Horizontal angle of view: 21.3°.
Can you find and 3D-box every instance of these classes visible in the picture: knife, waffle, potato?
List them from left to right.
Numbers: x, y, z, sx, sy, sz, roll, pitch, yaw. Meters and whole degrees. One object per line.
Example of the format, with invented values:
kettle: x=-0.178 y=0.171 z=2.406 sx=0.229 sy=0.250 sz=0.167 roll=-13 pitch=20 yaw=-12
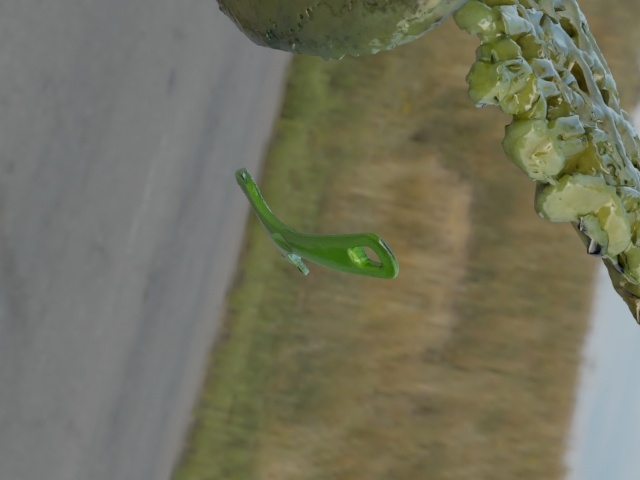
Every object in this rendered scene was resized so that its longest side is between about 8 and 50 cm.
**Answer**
knife: x=-0.002 y=0.002 z=0.971 sx=0.022 sy=0.078 sz=0.166 roll=-42 pitch=-156 yaw=-13
potato: x=0.000 y=-0.142 z=0.764 sx=0.119 sy=0.054 sz=0.198 roll=-46 pitch=-145 yaw=4
waffle: x=0.179 y=-0.091 z=1.227 sx=0.317 sy=0.073 sz=0.297 roll=55 pitch=18 yaw=-27
